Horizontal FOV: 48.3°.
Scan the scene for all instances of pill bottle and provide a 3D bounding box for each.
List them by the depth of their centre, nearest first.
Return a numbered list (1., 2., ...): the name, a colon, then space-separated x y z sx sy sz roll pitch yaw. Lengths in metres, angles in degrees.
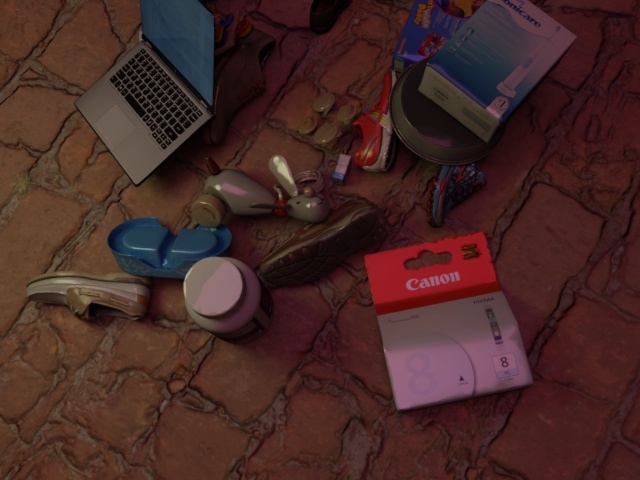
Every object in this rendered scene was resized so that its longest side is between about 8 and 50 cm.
1. pill bottle: -0.206 0.131 1.591 0.170 0.301 0.169 -1 74 4

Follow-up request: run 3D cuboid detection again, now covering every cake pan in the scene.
1. cake pan: 0.312 -0.325 1.710 0.294 0.054 0.293 1 74 -3

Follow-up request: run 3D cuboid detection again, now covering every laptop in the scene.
1. laptop: -0.443 -0.424 1.734 0.408 0.236 0.382 -42 58 0

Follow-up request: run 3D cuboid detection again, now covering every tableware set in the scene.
1. tableware set: 0.014 -0.309 1.812 0.141 0.020 0.169 -48 47 -8

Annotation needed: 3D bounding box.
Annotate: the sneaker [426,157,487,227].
1. sneaker: 0.338 -0.144 1.727 0.125 0.104 0.261 20 77 8

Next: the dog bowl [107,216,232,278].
1. dog bowl: -0.359 0.022 1.719 0.298 0.074 0.166 3 34 6

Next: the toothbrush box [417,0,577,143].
1. toothbrush box: 0.404 -0.408 1.645 0.216 0.126 0.295 39 76 8

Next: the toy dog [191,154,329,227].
1. toy dog: -0.153 -0.130 1.691 0.334 0.160 0.220 -8 43 6

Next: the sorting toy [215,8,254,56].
1. sorting toy: -0.281 -0.525 1.834 0.275 0.046 0.132 -21 48 33

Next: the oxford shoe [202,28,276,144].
1. oxford shoe: -0.210 -0.400 1.838 0.130 0.123 0.348 15 77 4

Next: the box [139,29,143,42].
1. box: -0.451 -0.521 1.940 0.081 0.028 0.136 -3 72 4

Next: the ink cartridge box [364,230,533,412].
1. ink cartridge box: 0.285 0.177 1.648 0.308 0.091 0.384 -12 75 1

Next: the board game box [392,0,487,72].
1. board game box: 0.355 -0.575 1.859 0.234 0.078 0.347 20 77 10

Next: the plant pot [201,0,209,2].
1. plant pot: -0.319 -0.753 1.931 0.235 0.165 0.165 -13 73 -7

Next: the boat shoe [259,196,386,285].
1. boat shoe: 0.000 0.000 1.721 0.325 0.123 0.116 -27 40 0

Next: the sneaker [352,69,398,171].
1. sneaker: 0.140 -0.307 1.794 0.119 0.107 0.278 6 71 18

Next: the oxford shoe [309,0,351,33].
1. oxford shoe: 0.041 -0.668 1.905 0.083 0.096 0.227 22 76 12

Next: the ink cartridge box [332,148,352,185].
1. ink cartridge box: 0.058 -0.184 1.789 0.028 0.048 0.083 16 77 9

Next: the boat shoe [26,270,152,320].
1. boat shoe: -0.562 0.137 1.719 0.303 0.113 0.103 -2 69 4
